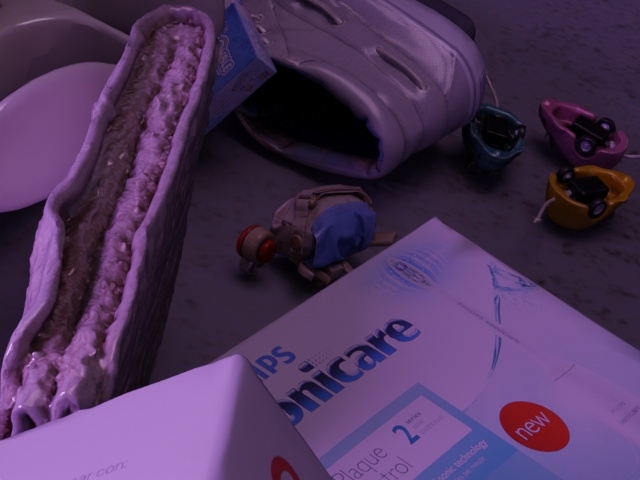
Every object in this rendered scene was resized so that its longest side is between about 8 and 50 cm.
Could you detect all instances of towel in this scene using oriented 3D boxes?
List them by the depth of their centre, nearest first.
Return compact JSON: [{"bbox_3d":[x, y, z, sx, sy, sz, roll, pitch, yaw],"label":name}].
[{"bbox_3d":[-0.096,0.040,0.784,0.049,0.187,0.282,14,34,-2],"label":"towel"}]

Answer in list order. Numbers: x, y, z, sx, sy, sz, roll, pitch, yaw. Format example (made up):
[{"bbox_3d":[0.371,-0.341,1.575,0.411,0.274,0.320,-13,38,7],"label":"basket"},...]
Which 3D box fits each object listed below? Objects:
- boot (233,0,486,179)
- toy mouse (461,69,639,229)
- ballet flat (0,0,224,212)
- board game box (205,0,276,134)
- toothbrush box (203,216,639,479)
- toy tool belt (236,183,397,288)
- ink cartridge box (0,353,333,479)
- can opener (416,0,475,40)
[{"bbox_3d":[-0.032,-0.128,1.123,0.258,0.095,0.123,29,39,21],"label":"boot"},{"bbox_3d":[0.139,-0.057,1.160,0.161,0.031,0.143,-14,47,-39],"label":"toy mouse"},{"bbox_3d":[-0.153,-0.091,0.940,0.182,0.164,0.483,-1,30,26],"label":"ballet flat"},{"bbox_3d":[-0.074,-0.098,1.068,0.020,0.090,0.090,38,19,-40],"label":"board game box"},{"bbox_3d":[0.091,0.145,0.782,0.295,0.126,0.216,34,37,22],"label":"toothbrush box"},{"bbox_3d":[0.000,0.000,1.000,0.051,0.052,0.083,31,36,30],"label":"toy tool belt"},{"bbox_3d":[-0.039,0.219,0.519,0.223,0.129,0.307,56,24,-27],"label":"ink cartridge box"},{"bbox_3d":[-0.015,-0.189,1.230,0.283,0.076,0.095,33,36,17],"label":"can opener"}]
